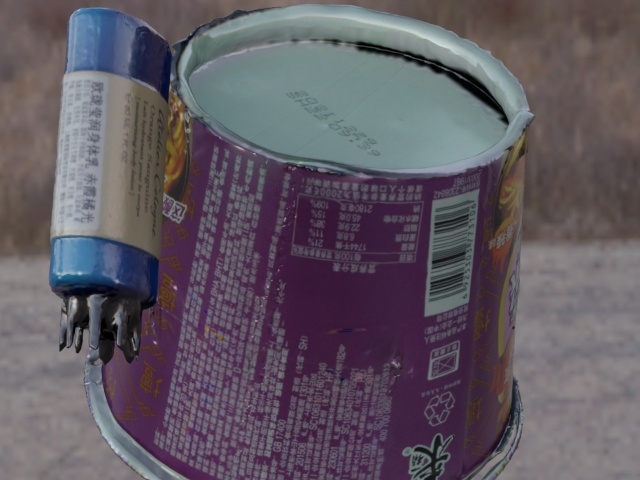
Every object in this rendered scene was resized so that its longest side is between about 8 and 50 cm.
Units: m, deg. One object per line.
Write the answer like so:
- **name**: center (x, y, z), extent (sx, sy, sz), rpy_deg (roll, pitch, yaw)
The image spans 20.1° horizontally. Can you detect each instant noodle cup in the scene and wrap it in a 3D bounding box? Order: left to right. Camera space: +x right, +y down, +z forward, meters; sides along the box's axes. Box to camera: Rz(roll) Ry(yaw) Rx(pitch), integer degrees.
- **instant noodle cup**: center (0.000, 0.000, 1.284), extent (0.339, 0.266, 0.340), rpy_deg (5, 31, -3)

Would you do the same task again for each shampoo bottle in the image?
- **shampoo bottle**: center (-0.113, -0.026, 0.968), extent (0.050, 0.183, 0.087), rpy_deg (-1, -13, 17)
